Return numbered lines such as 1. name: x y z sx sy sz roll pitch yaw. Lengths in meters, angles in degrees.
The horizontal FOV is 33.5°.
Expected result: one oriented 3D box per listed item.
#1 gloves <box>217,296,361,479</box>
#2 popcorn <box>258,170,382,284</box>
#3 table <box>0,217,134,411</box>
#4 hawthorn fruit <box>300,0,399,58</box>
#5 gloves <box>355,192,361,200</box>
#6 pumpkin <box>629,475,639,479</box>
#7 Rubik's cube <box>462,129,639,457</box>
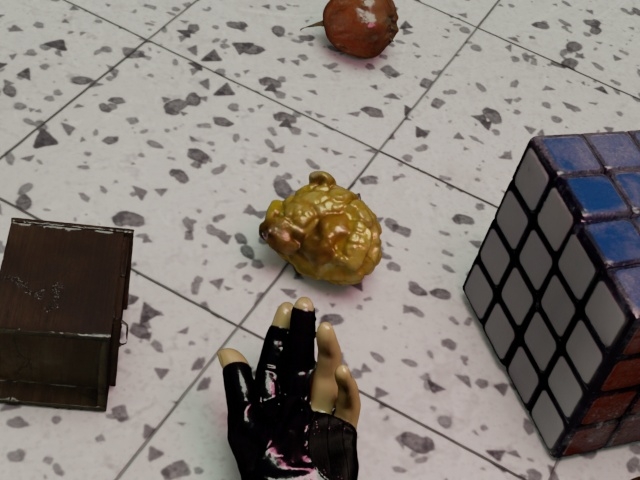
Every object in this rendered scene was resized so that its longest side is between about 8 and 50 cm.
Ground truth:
1. gloves: -0.042 0.220 1.410 0.197 0.152 0.301 9 70 -14
2. popcorn: 0.007 -0.014 1.670 0.194 0.140 0.163 13 53 13
3. table: -0.345 0.102 1.441 0.172 0.169 0.193 6 45 -8
4. hawthorn fruit: 0.063 -0.432 2.077 0.189 0.149 0.149 9 45 -7
5. gloves: 0.039 -0.066 1.789 0.081 0.037 0.044 7 7 14
6. pumpkin: 0.467 0.397 1.367 0.219 0.162 0.219 8 49 -10
7. Rubik's cube: 0.459 0.067 1.554 0.344 0.344 0.337 -5 48 -20
